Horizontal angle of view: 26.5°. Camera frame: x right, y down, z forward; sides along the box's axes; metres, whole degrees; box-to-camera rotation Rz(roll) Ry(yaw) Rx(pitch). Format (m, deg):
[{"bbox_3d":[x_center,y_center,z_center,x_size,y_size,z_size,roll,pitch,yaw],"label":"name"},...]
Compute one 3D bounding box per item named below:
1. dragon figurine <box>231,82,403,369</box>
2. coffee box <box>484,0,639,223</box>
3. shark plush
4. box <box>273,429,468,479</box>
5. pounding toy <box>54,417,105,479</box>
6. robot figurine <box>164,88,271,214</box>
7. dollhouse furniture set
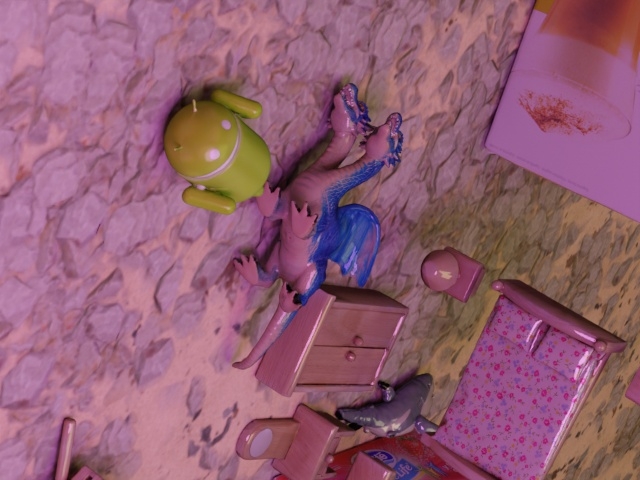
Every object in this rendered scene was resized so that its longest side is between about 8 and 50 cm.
[{"bbox_3d":[0.000,0.000,1.279,0.144,0.085,0.289,-20,129,-47],"label":"dragon figurine"},{"bbox_3d":[0.451,-0.189,1.537,0.338,0.338,0.334,-7,121,-54],"label":"coffee box"},{"bbox_3d":[0.072,0.195,1.607,0.161,0.073,0.067,0,96,-33],"label":"shark plush"},{"bbox_3d":[0.066,0.341,1.599,0.300,0.142,0.154,-10,123,-52],"label":"box"},{"bbox_3d":[-0.213,0.254,1.187,0.130,0.100,0.141,-48,157,-20],"label":"pounding toy"},{"bbox_3d":[-0.084,-0.072,1.115,0.115,0.067,0.101,39,64,-58],"label":"robot figurine"},{"bbox_3d":[0.123,0.184,1.348,0.174,0.355,0.303,9,108,-57],"label":"dollhouse furniture set"}]
